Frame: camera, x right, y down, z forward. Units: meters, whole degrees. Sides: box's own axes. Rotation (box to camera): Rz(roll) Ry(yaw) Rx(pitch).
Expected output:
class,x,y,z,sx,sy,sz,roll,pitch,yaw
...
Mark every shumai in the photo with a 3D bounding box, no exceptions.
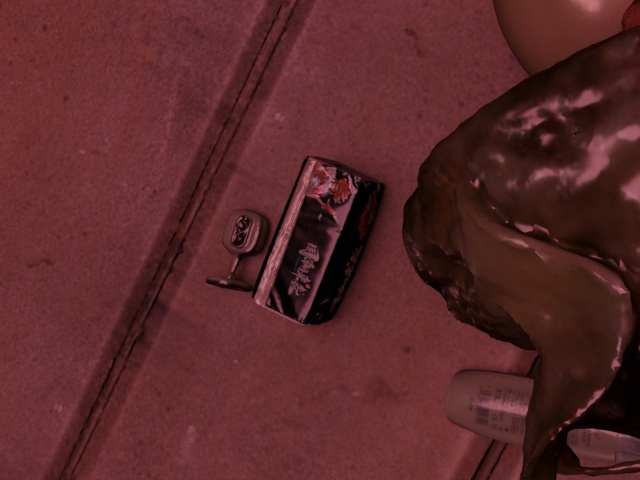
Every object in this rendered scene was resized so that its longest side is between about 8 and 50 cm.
class,x,y,z,sx,sy,sz,roll,pitch,yaw
shumai,0.285,0.035,1.027,0.395,0.395,0.348,-31,64,19

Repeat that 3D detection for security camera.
class,x,y,z,sx,sy,sz,roll,pitch,yaw
security camera,-0.094,0.010,1.387,0.058,0.058,0.092,9,84,22

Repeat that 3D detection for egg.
class,x,y,z,sx,sy,sz,roll,pitch,yaw
egg,0.263,-0.234,1.170,0.186,0.186,0.242,-24,83,20

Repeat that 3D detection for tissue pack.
class,x,y,z,sx,sy,sz,roll,pitch,yaw
tissue pack,0.000,0.001,1.317,0.090,0.103,0.170,25,98,17

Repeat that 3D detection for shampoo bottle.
class,x,y,z,sx,sy,sz,roll,pitch,yaw
shampoo bottle,0.234,0.181,1.245,0.212,0.049,0.072,11,89,23

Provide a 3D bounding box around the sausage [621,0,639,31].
class,x,y,z,sx,sy,sz,roll,pitch,yaw
sausage,0.362,-0.243,1.088,0.078,0.304,0.078,25,136,27
